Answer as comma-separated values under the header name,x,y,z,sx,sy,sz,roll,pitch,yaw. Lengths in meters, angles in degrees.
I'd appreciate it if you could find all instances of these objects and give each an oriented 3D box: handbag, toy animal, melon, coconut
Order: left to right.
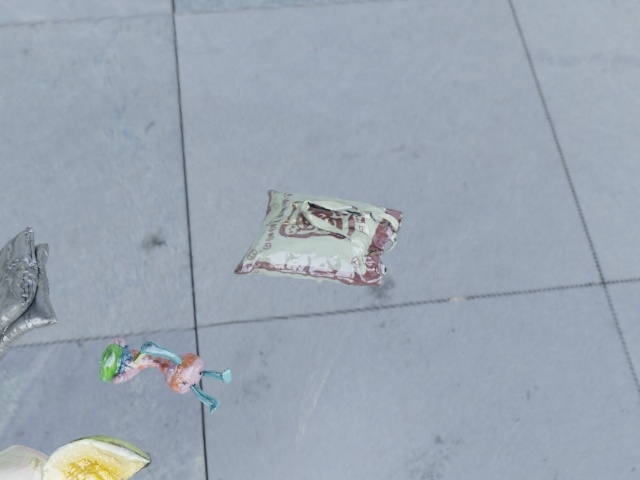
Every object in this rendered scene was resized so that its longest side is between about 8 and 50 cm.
name,x,y,z,sx,sy,sz,roll,pitch,yaw
coconut,-0.604,0.501,1.768,0.171,0.183,0.171,31,35,-25
melon,-0.331,0.325,1.267,0.160,0.128,0.079,-38,23,6
toy animal,-0.250,0.209,1.412,0.208,0.103,0.100,21,48,-1
handbag,0.000,0.000,1.397,0.235,0.127,0.213,10,36,9

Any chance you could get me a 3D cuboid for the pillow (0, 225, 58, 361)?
name,x,y,z,sx,sy,sz,roll,pitch,yaw
pillow,-0.645,0.155,1.720,0.326,0.101,0.228,-41,39,18
